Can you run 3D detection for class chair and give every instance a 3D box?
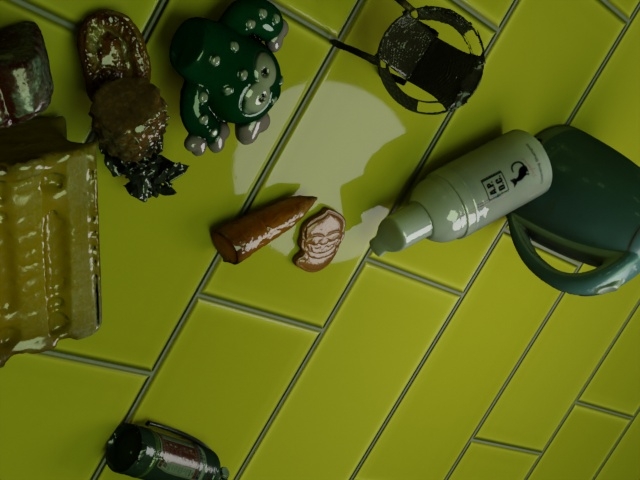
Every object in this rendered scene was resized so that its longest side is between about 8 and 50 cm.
[{"bbox_3d":[0.154,-0.310,1.736,0.149,0.213,0.174,28,97,-51],"label":"chair"}]

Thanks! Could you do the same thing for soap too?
[{"bbox_3d":[-0.465,0.008,1.482,0.293,0.156,0.335,-19,128,-32],"label":"soap"}]

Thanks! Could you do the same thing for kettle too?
[{"bbox_3d":[0.547,-0.033,2.137,0.319,0.342,0.247,-43,136,-7],"label":"kettle"}]

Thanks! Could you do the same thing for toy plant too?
[{"bbox_3d":[-0.131,-0.251,1.602,0.243,0.112,0.232,-21,124,-51],"label":"toy plant"}]

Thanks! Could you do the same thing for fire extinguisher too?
[{"bbox_3d":[-0.259,0.415,1.960,0.093,0.118,0.294,-27,144,27],"label":"fire extinguisher"}]

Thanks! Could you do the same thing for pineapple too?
[{"bbox_3d":[-0.265,-0.135,1.541,0.111,0.119,0.237,-45,161,-20],"label":"pineapple"}]

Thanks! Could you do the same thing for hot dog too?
[{"bbox_3d":[-0.297,-0.256,1.509,0.099,0.065,0.147,-15,129,-20],"label":"hot dog"}]

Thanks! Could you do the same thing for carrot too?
[{"bbox_3d":[-0.087,-0.032,1.824,0.205,0.072,0.072,-30,132,-23],"label":"carrot"}]

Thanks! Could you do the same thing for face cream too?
[{"bbox_3d":[0.262,-0.076,2.017,0.369,0.145,0.145,-29,132,-23],"label":"face cream"}]

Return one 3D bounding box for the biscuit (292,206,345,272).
[{"bbox_3d":[0.000,0.000,1.948,0.102,0.019,0.130,2,115,-41],"label":"biscuit"}]

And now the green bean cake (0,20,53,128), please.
[{"bbox_3d":[-0.464,-0.200,1.365,0.232,0.198,0.097,-15,119,-12],"label":"green bean cake"}]
